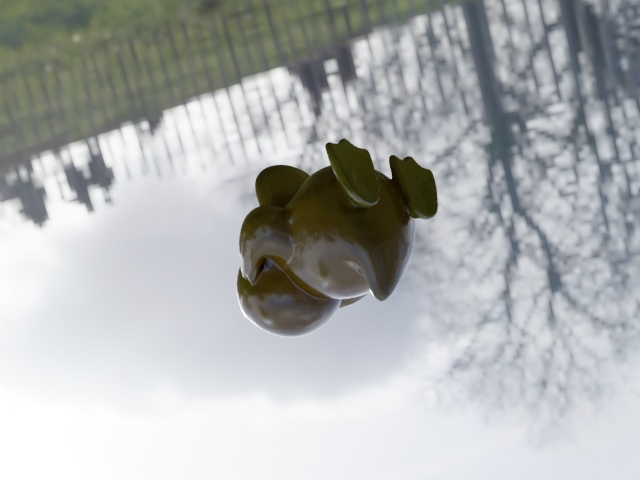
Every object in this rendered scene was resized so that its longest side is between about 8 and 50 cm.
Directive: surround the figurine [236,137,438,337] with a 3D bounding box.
[{"bbox_3d":[0.006,0.002,1.812,0.228,0.215,0.215,-11,-164,47],"label":"figurine"}]
